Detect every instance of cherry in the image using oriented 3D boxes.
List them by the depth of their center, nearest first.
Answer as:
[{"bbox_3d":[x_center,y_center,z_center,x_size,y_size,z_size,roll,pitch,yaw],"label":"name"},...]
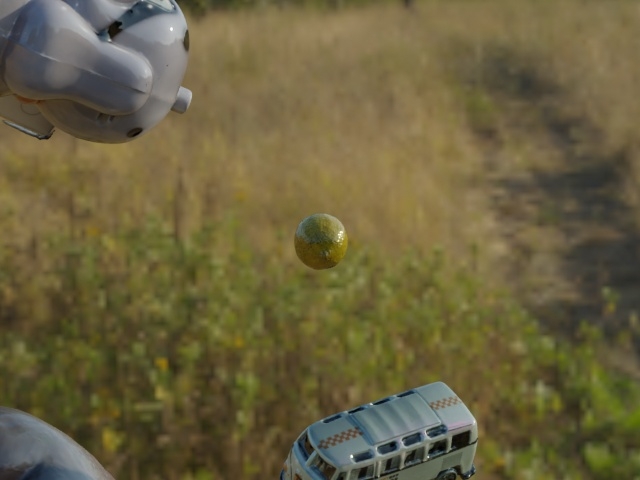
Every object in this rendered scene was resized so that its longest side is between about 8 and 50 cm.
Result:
[{"bbox_3d":[-0.196,0.180,1.108,0.176,0.140,0.176,41,4,-4],"label":"cherry"}]

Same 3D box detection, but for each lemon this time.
[{"bbox_3d":[0.000,0.000,2.002,0.062,0.062,0.083,-2,28,-9],"label":"lemon"}]

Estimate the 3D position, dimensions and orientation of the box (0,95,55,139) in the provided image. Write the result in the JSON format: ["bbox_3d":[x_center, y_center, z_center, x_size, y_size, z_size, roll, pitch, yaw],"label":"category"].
[{"bbox_3d":[-0.306,-0.233,1.656,0.252,0.203,0.106,23,38,-31],"label":"box"}]

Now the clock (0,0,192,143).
[{"bbox_3d":[-0.199,-0.151,1.201,0.254,0.189,0.189,17,2,-18],"label":"clock"}]

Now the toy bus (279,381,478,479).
[{"bbox_3d":[0.057,0.198,1.680,0.194,0.089,0.087,-14,46,-29],"label":"toy bus"}]
